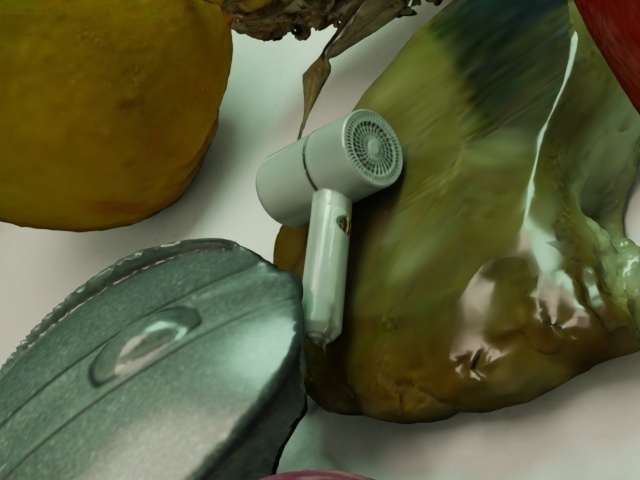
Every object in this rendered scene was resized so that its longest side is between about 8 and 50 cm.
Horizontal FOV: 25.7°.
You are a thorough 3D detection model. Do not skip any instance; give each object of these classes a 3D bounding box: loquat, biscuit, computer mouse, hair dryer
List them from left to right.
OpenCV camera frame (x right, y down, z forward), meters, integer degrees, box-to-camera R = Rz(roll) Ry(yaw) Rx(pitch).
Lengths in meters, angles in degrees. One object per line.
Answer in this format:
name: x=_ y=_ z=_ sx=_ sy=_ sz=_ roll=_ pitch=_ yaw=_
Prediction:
loquat: x=-0.214 y=-0.132 z=1.056 sx=0.276 sy=0.284 sz=0.276 roll=7 pitch=98 yaw=55
computer mouse: x=-0.145 y=0.154 z=0.772 sx=0.374 sy=0.114 sz=0.203 roll=-57 pitch=30 yaw=14
hair dryer: x=0.000 y=0.000 z=0.785 sx=0.082 sy=0.047 sz=0.137 roll=-25 pitch=51 yaw=44
biscuit: x=0.092 y=-0.036 z=0.790 sx=0.329 sy=0.078 sz=0.335 roll=-52 pitch=30 yaw=4

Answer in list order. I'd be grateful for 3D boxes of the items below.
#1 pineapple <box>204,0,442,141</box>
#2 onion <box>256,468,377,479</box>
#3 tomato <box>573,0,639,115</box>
pineapple: x=0.025 y=-0.213 z=0.892 sx=0.334 sy=0.161 sz=0.158 roll=-41 pitch=75 yaw=22
onion: x=-0.006 y=0.190 z=0.547 sx=0.207 sy=0.200 sz=0.201 roll=-44 pitch=27 yaw=-29
tomato: x=0.252 y=-0.124 z=0.507 sx=0.325 sy=0.293 sz=0.289 roll=-3 pitch=42 yaw=37
